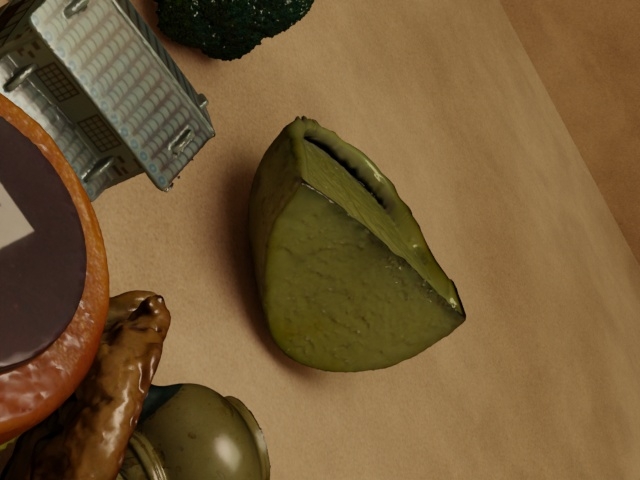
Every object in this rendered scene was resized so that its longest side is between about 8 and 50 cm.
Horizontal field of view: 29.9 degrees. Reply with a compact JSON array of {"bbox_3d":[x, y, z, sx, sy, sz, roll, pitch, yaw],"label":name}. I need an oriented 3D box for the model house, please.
[{"bbox_3d":[-0.256,-0.154,1.244,0.224,0.215,0.198,54,33,-28],"label":"model house"}]

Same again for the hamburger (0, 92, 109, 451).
[{"bbox_3d":[-0.340,0.044,0.890,0.330,0.250,0.330,27,46,-33],"label":"hamburger"}]

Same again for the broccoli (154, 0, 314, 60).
[{"bbox_3d":[-0.128,-0.392,1.639,0.297,0.297,0.297,37,19,21],"label":"broccoli"}]

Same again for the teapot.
[{"bbox_3d":[-0.153,0.255,1.239,0.182,0.173,0.269,-14,82,-33],"label":"teapot"}]

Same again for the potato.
[{"bbox_3d":[0.000,0.000,1.658,0.330,0.213,0.280,40,21,-29],"label":"potato"}]

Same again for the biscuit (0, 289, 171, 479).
[{"bbox_3d":[-0.216,0.176,1.024,0.081,0.334,0.289,23,67,-12],"label":"biscuit"}]
